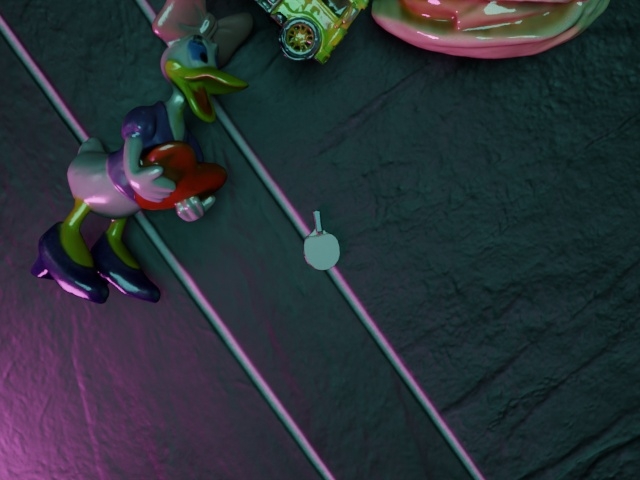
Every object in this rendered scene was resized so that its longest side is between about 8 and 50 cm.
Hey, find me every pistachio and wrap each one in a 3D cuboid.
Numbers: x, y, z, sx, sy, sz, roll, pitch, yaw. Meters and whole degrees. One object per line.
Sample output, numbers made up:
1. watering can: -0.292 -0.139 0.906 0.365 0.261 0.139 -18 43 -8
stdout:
1. pistachio: 0.219 -0.334 0.848 0.318 0.214 0.193 1 135 5

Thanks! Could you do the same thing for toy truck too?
1. toy truck: -0.056 -0.355 0.826 0.272 0.124 0.157 42 104 -15

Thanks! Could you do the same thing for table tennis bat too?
1. table tennis bat: 0.000 0.000 0.930 0.050 0.007 0.083 -7 94 -2

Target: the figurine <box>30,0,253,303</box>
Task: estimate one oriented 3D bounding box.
1. figurine: -0.211 -0.117 0.853 0.193 0.154 0.421 41 99 31
